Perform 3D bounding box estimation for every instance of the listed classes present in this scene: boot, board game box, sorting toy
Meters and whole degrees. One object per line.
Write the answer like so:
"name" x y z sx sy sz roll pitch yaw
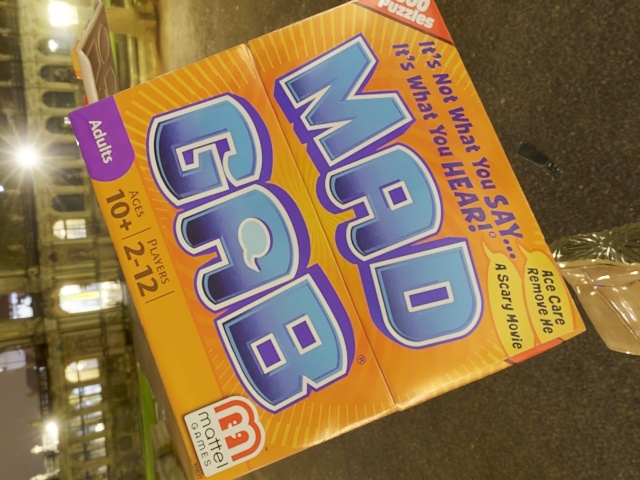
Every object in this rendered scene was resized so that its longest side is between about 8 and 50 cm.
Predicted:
"boot" 0.609 -0.219 1.278 0.045 0.099 0.121 -51 41 16
"board game box" 0.000 0.000 0.576 0.356 0.356 0.357 85 163 -84
"boot" 0.551 0.093 0.788 0.269 0.089 0.236 46 158 -19
"sorting toy" -0.410 -0.303 0.846 0.193 0.038 0.208 105 159 -48
